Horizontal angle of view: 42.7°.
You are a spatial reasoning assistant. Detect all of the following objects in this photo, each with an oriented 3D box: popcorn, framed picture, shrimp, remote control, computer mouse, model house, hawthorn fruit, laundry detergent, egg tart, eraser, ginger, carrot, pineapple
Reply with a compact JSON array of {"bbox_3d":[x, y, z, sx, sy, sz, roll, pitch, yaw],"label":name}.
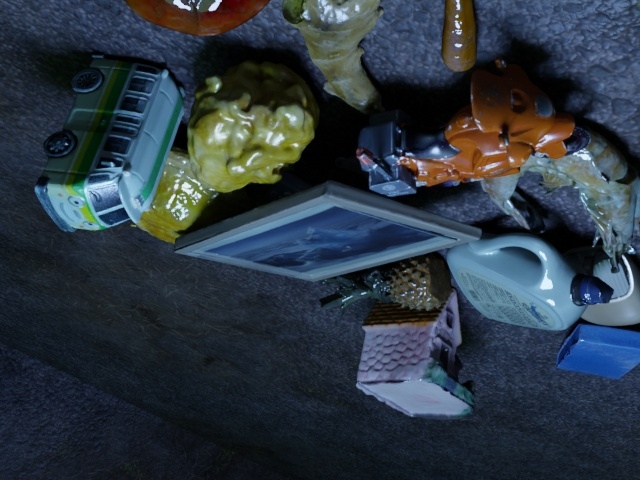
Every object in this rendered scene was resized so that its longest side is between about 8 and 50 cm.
[{"bbox_3d":[-0.111,-0.165,1.257,0.191,0.190,0.253,25,154,-2],"label":"popcorn"},{"bbox_3d":[0.000,0.000,1.395,0.326,0.028,0.446,14,161,-36],"label":"framed picture"},{"bbox_3d":[0.390,-0.064,1.299,0.247,0.085,0.360,-7,138,42],"label":"shrimp"},{"bbox_3d":[-0.095,-0.110,1.488,0.244,0.047,0.087,30,151,-24],"label":"remote control"},{"bbox_3d":[0.521,0.092,1.497,0.145,0.082,0.236,-5,146,34],"label":"computer mouse"},{"bbox_3d":[0.228,0.233,1.736,0.202,0.237,0.237,-13,144,39],"label":"model house"},{"bbox_3d":[-0.149,-0.331,0.929,0.215,0.249,0.215,-1,139,-1],"label":"hawthorn fruit"},{"bbox_3d":[0.370,0.067,1.423,0.215,0.105,0.280,51,156,-23],"label":"laundry detergent"},{"bbox_3d":[-0.266,-0.073,1.509,0.319,0.128,0.319,19,164,6],"label":"egg tart"},{"bbox_3d":[0.579,0.231,1.689,0.144,0.042,0.312,8,163,11],"label":"eraser"},{"bbox_3d":[0.038,-0.268,1.123,0.131,0.086,0.294,-10,153,13],"label":"ginger"},{"bbox_3d":[0.173,-0.298,1.036,0.048,0.048,0.216,6,145,17],"label":"carrot"},{"bbox_3d":[0.121,0.096,1.657,0.277,0.130,0.119,-10,106,38],"label":"pineapple"}]

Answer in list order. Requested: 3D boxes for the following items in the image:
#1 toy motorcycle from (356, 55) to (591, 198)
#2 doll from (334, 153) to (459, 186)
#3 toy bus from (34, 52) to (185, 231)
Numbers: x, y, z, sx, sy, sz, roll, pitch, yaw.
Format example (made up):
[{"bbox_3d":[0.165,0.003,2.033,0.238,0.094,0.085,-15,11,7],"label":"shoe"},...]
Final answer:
[{"bbox_3d":[0.194,-0.142,1.141,0.326,0.147,0.221,-9,157,29],"label":"toy motorcycle"},{"bbox_3d":[0.136,-0.124,1.317,0.228,0.075,0.102,0,134,9],"label":"doll"},{"bbox_3d":[-0.325,-0.152,1.298,0.165,0.276,0.133,5,150,11],"label":"toy bus"}]
